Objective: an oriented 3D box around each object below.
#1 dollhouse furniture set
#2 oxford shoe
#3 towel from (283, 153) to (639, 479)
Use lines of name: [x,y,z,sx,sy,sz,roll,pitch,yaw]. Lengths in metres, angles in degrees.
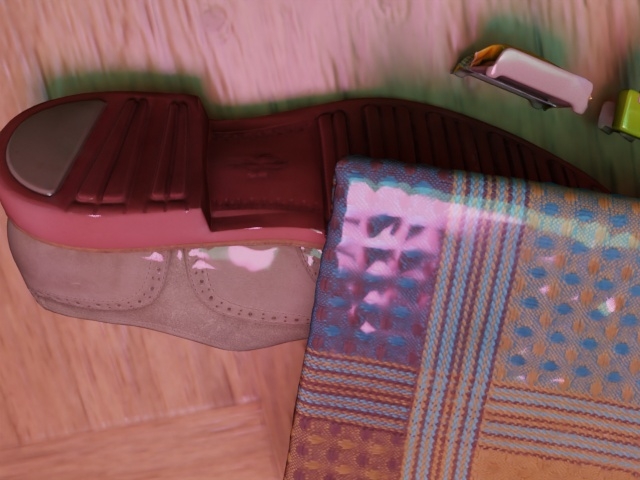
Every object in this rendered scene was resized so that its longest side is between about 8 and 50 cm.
dollhouse furniture set: [0.154,-0.091,0.525,0.152,0.076,0.058,21,97,-9]
oxford shoe: [0.000,0.000,0.553,0.349,0.123,0.130,8,136,-3]
towel: [0.169,0.109,0.489,0.370,0.040,0.271,10,111,0]
